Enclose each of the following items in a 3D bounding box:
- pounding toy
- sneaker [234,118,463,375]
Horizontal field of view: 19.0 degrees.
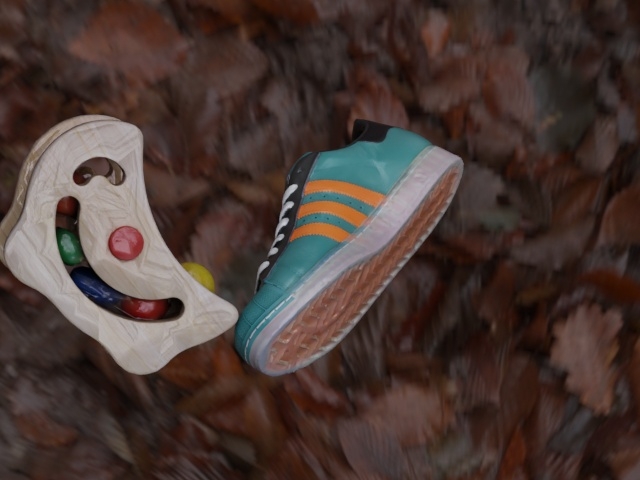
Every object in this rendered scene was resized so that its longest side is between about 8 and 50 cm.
[{"bbox_3d":[-0.192,-0.019,1.596,0.269,0.155,0.154,43,85,-17],"label":"pounding toy"},{"bbox_3d":[0.000,0.000,1.674,0.121,0.108,0.302,29,48,19],"label":"sneaker"}]
